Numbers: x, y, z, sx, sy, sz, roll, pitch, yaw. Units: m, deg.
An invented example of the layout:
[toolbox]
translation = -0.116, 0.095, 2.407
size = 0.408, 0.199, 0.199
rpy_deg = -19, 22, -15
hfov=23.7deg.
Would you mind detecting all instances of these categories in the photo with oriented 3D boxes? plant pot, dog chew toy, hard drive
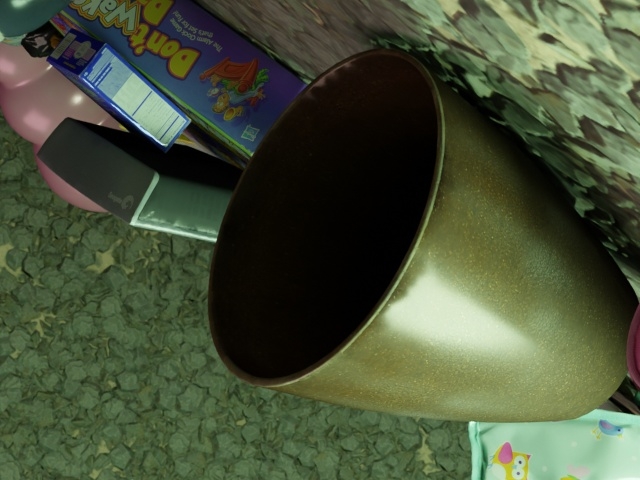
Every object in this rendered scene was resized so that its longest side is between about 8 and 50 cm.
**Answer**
[plant pot]
translation = 0.084, 0.027, 0.958
size = 0.230, 0.215, 0.215
rpy_deg = 26, -177, -32
[dog chew toy]
translation = -0.328, -0.192, 2.023
size = 0.206, 0.206, 0.332
rpy_deg = 33, 164, 53
[hard drive]
translation = -0.138, -0.052, 1.353
size = 0.172, 0.054, 0.254
rpy_deg = 12, -170, -30

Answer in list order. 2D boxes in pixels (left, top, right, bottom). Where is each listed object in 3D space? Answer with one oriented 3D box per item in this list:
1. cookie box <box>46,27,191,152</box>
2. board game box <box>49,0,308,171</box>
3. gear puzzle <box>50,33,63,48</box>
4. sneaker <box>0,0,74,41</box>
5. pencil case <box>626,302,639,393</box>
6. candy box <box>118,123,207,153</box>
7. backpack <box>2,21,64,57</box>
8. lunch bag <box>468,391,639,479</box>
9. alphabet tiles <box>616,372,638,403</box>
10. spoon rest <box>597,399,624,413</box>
[cookie box]
translation = -0.176, -0.131, 1.329
size = 0.107, 0.040, 0.092
rpy_deg = 42, 173, -32
[board game box]
translation = -0.126, -0.158, 1.429
size = 0.347, 0.078, 0.233
rpy_deg = 37, 175, 25
[gear puzzle]
translation = -0.201, -0.164, 1.752
size = 0.175, 0.044, 0.339
rpy_deg = 37, -173, 23
[sneaker]
translation = -0.274, -0.306, 1.129
size = 0.319, 0.131, 0.112
rpy_deg = 65, 175, -20
[pencil case]
translation = 0.236, 0.095, 0.887
size = 0.095, 0.098, 0.209
rpy_deg = 36, 173, 37
[candy box]
translation = -0.114, -0.101, 1.710
size = 0.205, 0.027, 0.105
rpy_deg = 13, 166, 14
[backpack]
translation = -0.354, -0.292, 1.725
size = 0.182, 0.115, 0.152
rpy_deg = 43, 178, -7
[lunch bag]
translation = 0.280, 0.236, 1.396
size = 0.262, 0.160, 0.223
rpy_deg = -3, 159, 20
[alphabet tiles]
translation = 0.229, 0.085, 1.389
size = 0.198, 0.009, 0.237
rpy_deg = 36, 175, 30
[spoon rest]
translation = 0.371, 0.260, 1.632
size = 0.276, 0.084, 0.137
rpy_deg = 52, 175, 7
